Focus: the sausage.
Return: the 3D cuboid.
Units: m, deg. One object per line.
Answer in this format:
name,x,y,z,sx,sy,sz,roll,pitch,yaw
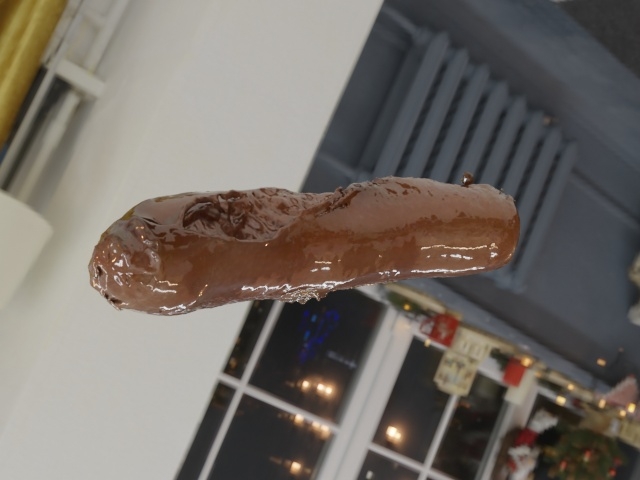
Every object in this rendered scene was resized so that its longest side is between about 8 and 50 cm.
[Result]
sausage,-0.001,0.000,0.613,0.327,0.079,0.087,-5,-174,-36
